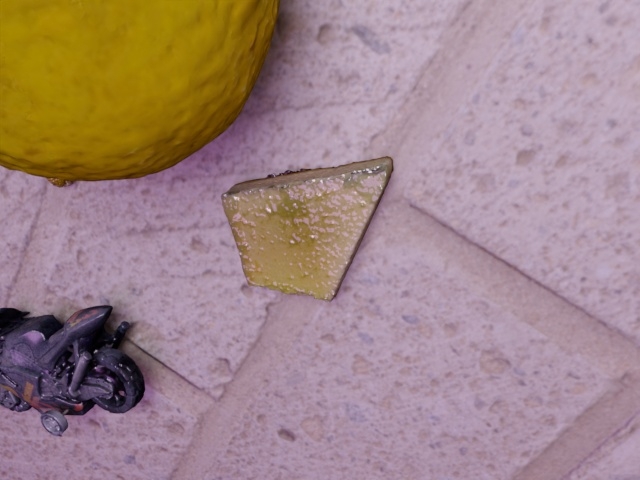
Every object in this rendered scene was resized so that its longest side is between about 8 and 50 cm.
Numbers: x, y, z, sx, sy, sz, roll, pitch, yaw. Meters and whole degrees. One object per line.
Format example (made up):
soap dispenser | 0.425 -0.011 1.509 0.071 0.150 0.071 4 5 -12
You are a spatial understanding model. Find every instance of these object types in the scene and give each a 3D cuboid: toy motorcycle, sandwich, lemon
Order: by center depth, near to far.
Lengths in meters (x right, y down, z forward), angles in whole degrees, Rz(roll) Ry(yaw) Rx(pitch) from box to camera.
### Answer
lemon | -0.195 -0.221 0.466 0.349 0.387 0.350 0 99 1
sandwich | 0.000 0.000 0.665 0.192 0.058 0.163 -9 110 18
toy motorcycle | -0.378 0.168 0.817 0.307 0.108 0.173 -11 108 27

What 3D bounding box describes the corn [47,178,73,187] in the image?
corn | -0.342 -0.110 0.737 0.037 0.037 0.092 -20 101 23
